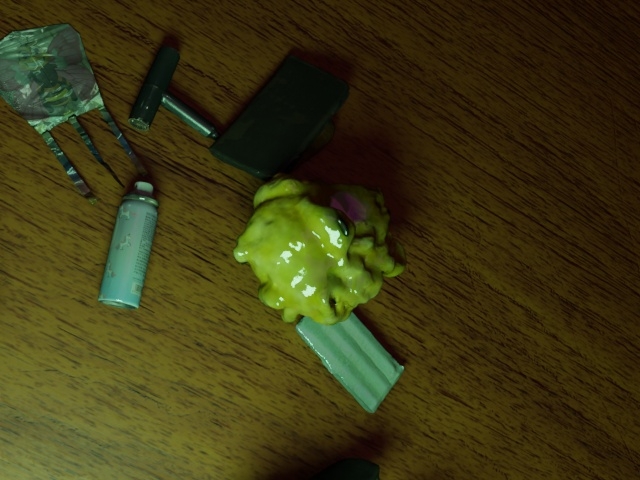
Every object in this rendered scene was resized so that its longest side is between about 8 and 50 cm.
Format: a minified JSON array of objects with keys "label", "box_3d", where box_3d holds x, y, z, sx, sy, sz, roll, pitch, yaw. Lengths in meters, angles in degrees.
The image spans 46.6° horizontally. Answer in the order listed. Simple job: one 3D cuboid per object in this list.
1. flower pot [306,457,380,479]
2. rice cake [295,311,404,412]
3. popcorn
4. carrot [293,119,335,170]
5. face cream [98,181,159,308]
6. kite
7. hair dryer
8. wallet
[{"label":"flower pot","box_3d":[0.028,0.542,1.272,0.379,0.379,0.251,53,45,-3]},{"label":"rice cake","box_3d":[0.058,0.222,1.479,0.237,0.043,0.127,47,66,-6]},{"label":"popcorn","box_3d":[0.000,0.000,1.382,0.315,0.281,0.297,-38,94,-21]},{"label":"carrot","box_3d":[-0.038,-0.189,1.527,0.060,0.060,0.186,47,68,-6]},{"label":"face cream","box_3d":[-0.343,0.006,1.350,0.075,0.075,0.230,14,72,-18]},{"label":"kite","box_3d":[-0.475,-0.240,1.383,0.204,0.022,0.361,-31,87,-25]},{"label":"hair dryer","box_3d":[-0.259,-0.268,1.465,0.194,0.050,0.173,24,71,-20]},{"label":"wallet","box_3d":[-0.074,-0.246,1.496,0.165,0.042,0.310,28,60,10]}]
